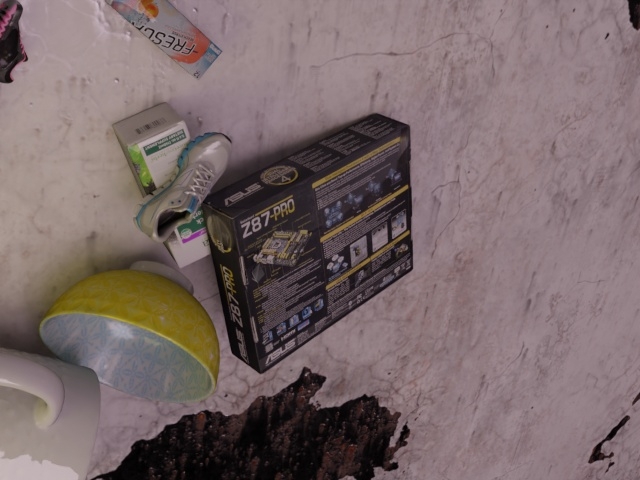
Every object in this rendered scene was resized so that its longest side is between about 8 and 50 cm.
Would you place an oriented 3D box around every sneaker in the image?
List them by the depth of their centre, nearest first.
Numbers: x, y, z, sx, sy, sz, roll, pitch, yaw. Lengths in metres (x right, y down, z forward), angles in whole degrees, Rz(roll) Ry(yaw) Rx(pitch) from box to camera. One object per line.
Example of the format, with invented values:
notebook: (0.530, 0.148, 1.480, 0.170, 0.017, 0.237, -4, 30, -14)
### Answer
sneaker: (-0.413, -0.260, 1.027, 0.057, 0.047, 0.119, 11, 119, -42)
sneaker: (-0.188, -0.071, 1.123, 0.191, 0.083, 0.071, -51, 129, 2)

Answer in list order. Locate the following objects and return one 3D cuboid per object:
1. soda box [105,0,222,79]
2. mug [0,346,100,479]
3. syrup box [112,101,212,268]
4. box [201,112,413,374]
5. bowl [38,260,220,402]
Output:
soda box: (-0.227, -0.309, 1.092, 0.058, 0.063, 0.183, -50, 130, 4)
mug: (-0.505, 0.259, 1.105, 0.327, 0.276, 0.374, 20, 137, -28)
syrup box: (-0.229, -0.083, 1.208, 0.093, 0.096, 0.237, -27, 127, -15)
box: (0.000, 0.000, 1.334, 0.394, 0.097, 0.318, -31, 133, -31)
bowl: (-0.283, 0.127, 1.244, 0.289, 0.289, 0.156, 50, 44, -40)
